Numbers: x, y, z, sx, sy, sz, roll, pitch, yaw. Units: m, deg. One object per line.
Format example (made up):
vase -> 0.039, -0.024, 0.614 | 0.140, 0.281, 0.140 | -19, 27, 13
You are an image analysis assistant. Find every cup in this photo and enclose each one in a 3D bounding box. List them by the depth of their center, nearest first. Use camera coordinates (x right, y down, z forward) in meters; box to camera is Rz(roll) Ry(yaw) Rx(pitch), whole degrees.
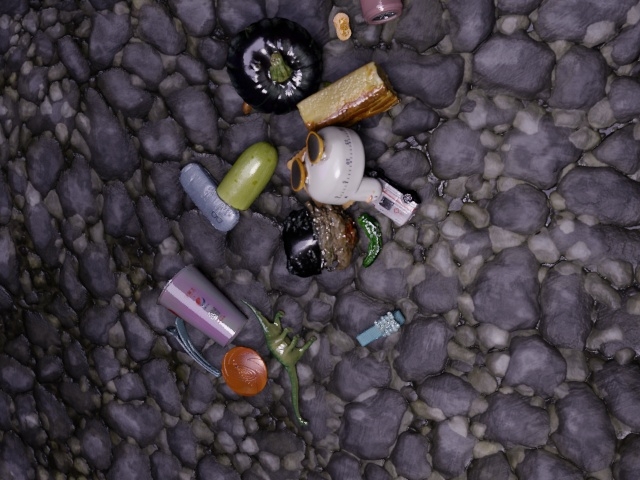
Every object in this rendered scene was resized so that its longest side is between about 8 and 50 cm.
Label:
cup -> -0.412, 0.244, 1.890 | 0.288, 0.203, 0.203 | 38, 109, 5

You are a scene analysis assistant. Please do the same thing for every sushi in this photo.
sushi -> 0.005, -0.001, 1.664 | 0.219, 0.238, 0.224 | -7, 60, 14

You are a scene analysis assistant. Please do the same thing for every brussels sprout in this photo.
brussels sprout -> 0.008, -0.474, 1.690 | 0.083, 0.046, 0.051 | -42, 76, 22

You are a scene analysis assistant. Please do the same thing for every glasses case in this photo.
glasses case -> -0.397, -0.155, 1.878 | 0.109, 0.067, 0.282 | -42, 84, 18

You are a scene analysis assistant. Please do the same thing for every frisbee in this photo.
frisbee -> -0.287, 0.488, 1.948 | 0.192, 0.035, 0.191 | 3, 100, 20

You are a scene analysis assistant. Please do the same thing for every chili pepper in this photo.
chili pepper -> 0.162, 0.000, 1.700 | 0.073, 0.050, 0.182 | -3, 99, 14

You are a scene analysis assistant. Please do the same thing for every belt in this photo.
belt -> 0.189, 0.291, 1.707 | 0.179, 0.100, 0.065 | -39, 79, 24

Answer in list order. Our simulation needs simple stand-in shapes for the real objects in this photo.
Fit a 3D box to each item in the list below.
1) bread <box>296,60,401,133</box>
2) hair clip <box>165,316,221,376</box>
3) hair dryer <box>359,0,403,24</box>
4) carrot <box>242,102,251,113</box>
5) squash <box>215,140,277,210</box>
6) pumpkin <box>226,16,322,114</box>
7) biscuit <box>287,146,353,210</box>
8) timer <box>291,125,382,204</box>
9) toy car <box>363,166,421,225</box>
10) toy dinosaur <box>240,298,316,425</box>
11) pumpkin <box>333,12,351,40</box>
bread -> 0.086, -0.412, 1.597 | 0.275, 0.185, 0.114 | -22, 81, 23
hair clip -> -0.479, 0.417, 2.012 | 0.083, 0.048, 0.275 | -42, 87, 19
hair dryer -> 0.274, -0.780, 1.516 | 0.353, 0.125, 0.210 | -12, 94, 15
carrot -> -0.221, -0.524, 1.769 | 0.061, 0.061, 0.209 | 26, 111, 15
squash -> -0.235, -0.229, 1.772 | 0.132, 0.132, 0.247 | 42, 110, 10
pumpkin -> -0.130, -0.519, 1.604 | 0.296, 0.296, 0.295 | 3, 99, 20
biscuit -> 0.012, -0.203, 1.736 | 0.160, 0.030, 0.249 | -38, 84, 21
timer -> 0.059, -0.217, 1.564 | 0.234, 0.240, 0.233 | -14, 74, 62
toy car -> 0.207, -0.140, 1.642 | 0.210, 0.089, 0.108 | 36, 114, 9
toy dinosaur -> -0.153, 0.419, 1.871 | 0.447, 0.087, 0.300 | 37, 115, 14
pumpkin -> 0.071, -0.667, 1.648 | 0.050, 0.028, 0.083 | -5, 104, 20
